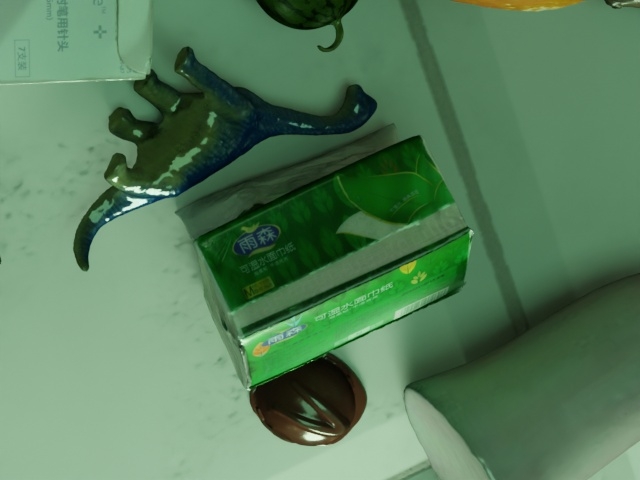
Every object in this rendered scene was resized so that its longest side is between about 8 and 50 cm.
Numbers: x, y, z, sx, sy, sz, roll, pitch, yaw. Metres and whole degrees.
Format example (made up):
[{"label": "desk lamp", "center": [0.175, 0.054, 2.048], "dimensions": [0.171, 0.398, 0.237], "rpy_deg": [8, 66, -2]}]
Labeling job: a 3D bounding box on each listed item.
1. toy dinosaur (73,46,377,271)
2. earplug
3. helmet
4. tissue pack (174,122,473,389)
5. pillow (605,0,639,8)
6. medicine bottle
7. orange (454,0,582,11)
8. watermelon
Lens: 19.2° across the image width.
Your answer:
[{"label": "toy dinosaur", "center": [-0.086, -0.057, 1.557], "dimensions": [0.188, 0.075, 0.247], "rpy_deg": [31, 90, -27]}, {"label": "earplug", "center": [0.244, 0.124, 1.680], "dimensions": [0.301, 0.172, 0.172], "rpy_deg": [-31, 114, -12]}, {"label": "helmet", "center": [-0.003, 0.146, 1.655], "dimensions": [0.111, 0.057, 0.089], "rpy_deg": [28, 95, -23]}, {"label": "tissue pack", "center": [-0.001, -0.001, 1.568], "dimensions": [0.209, 0.148, 0.156], "rpy_deg": [-24, 73, -8]}, {"label": "pillow", "center": [0.373, -0.280, 1.619], "dimensions": [0.223, 0.084, 0.236], "rpy_deg": [12, 101, -19]}, {"label": "medicine bottle", "center": [-0.215, -0.224, 1.470], "dimensions": [0.171, 0.052, 0.201], "rpy_deg": [-2, 110, -16]}, {"label": "orange", "center": [0.155, -0.375, 1.386], "dimensions": [0.424, 0.326, 0.424], "rpy_deg": [-5, 107, -17]}, {"label": "watermelon", "center": [-0.008, -0.213, 1.510], "dimensions": [0.109, 0.109, 0.109], "rpy_deg": [-5, 109, -16]}]
